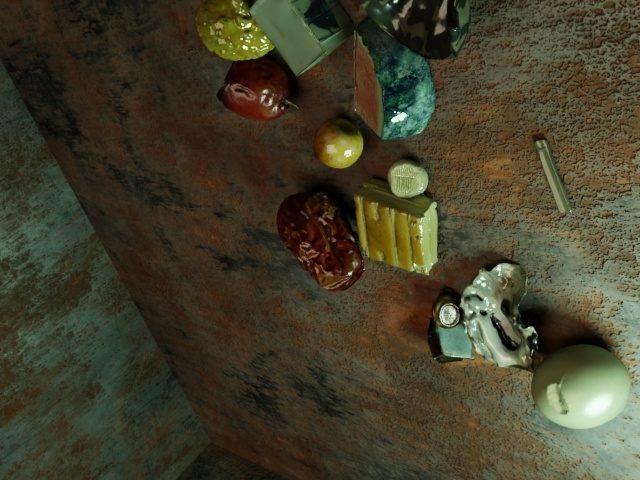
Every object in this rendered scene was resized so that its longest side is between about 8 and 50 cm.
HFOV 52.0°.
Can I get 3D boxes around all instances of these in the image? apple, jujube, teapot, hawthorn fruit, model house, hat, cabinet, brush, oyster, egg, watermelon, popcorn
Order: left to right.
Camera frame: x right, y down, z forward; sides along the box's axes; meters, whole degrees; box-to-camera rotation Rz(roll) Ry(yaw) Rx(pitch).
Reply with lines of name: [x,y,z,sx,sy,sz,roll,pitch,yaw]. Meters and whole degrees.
popcorn: [-0.218,-0.594,1.763,0.226,0.200,0.203,31,142,8]
hawthorn fruit: [-0.171,-0.435,1.889,0.251,0.189,0.189,17,136,13]
cabinet: [-0.042,-0.558,1.662,0.206,0.145,0.150,53,143,-9]
jujube: [0.000,0.000,2.042,0.342,0.216,0.216,58,146,14]
apple: [0.047,-0.270,1.844,0.146,0.146,0.146,26,139,26]
watermelon: [0.147,-0.391,1.645,0.226,0.148,0.318,-6,117,56]
hat: [0.251,-0.591,1.372,0.366,0.257,0.382,47,113,34]
model house: [0.396,0.320,2.101,0.152,0.106,0.165,125,136,-64]
teapot: [0.388,0.207,2.014,0.098,0.078,0.129,-9,111,2]
oyster: [0.526,0.235,1.855,0.238,0.115,0.351,-17,104,55]
brush: [0.553,-0.154,1.552,0.034,0.027,0.190,-13,106,45]
egg: [0.690,0.390,1.755,0.219,0.219,0.269,46,143,2]

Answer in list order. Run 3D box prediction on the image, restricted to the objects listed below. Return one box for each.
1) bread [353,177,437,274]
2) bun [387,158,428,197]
bread: [0.224,-0.033,1.915,0.239,0.111,0.246,23,139,32]
bun: [0.242,-0.172,1.804,0.115,0.069,0.115,10,114,23]
